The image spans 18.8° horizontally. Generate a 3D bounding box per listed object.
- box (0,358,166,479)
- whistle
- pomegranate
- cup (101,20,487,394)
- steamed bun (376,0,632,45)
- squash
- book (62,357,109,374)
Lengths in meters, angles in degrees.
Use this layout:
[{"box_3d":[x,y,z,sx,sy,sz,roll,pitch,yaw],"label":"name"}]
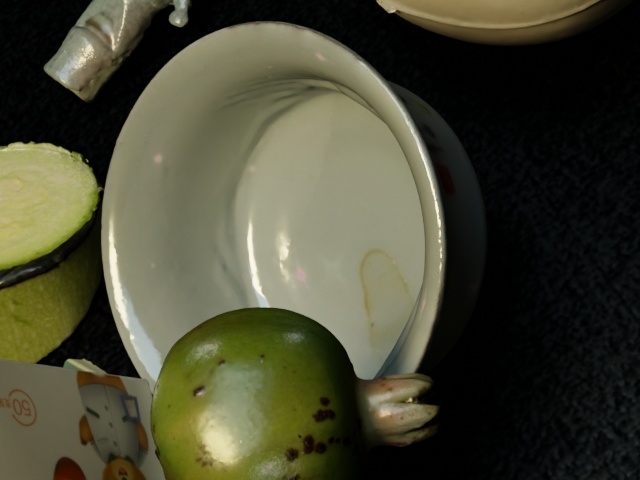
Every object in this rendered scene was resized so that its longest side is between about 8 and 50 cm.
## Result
[{"box_3d":[-0.203,0.273,1.423,0.143,0.225,0.341,-27,68,27],"label":"box"},{"box_3d":[-0.141,-0.285,1.877,0.142,0.134,0.346,37,92,-4],"label":"whistle"},{"box_3d":[-0.017,0.131,1.391,0.210,0.180,0.180,-12,56,6],"label":"pomegranate"},{"box_3d":[0.000,0.000,1.566,0.347,0.163,0.347,2,93,38],"label":"cup"},{"box_3d":[0.145,-0.335,1.645,0.334,0.334,0.374,-44,58,-4],"label":"steamed bun"},{"box_3d":[-0.290,0.009,1.797,0.220,0.133,0.220,-11,43,11],"label":"squash"},{"box_3d":[-0.115,0.280,1.520,0.379,0.031,0.264,25,95,35],"label":"book"}]
